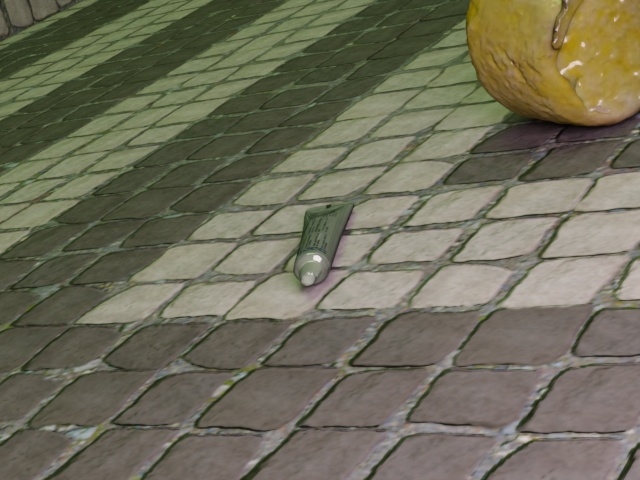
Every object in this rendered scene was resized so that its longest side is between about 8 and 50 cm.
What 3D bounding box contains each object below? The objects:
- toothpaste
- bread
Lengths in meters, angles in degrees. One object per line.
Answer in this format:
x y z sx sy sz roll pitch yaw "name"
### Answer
0.000 0.000 1.238 0.048 0.029 0.197 -11 17 9 "toothpaste"
0.239 -0.208 1.357 0.197 0.197 0.170 -25 25 -20 "bread"
